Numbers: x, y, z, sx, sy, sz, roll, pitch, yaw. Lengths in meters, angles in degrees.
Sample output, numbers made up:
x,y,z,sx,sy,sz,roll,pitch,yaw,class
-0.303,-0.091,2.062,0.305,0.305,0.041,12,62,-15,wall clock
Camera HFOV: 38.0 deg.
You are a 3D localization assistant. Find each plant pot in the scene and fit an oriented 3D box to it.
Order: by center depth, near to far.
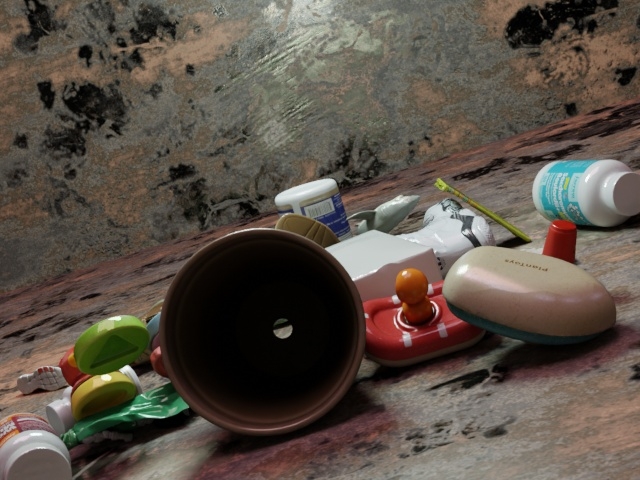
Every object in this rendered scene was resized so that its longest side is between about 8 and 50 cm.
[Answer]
x,y,z,sx,sy,sz,roll,pitch,yaw,class
-0.081,0.151,1.562,0.323,0.323,0.280,-18,-6,2,plant pot

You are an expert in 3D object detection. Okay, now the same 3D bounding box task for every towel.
x,y,z,sx,sy,sz,roll,pitch,yaw,class
0.367,-0.066,2.117,0.021,0.237,0.102,-57,9,10,towel

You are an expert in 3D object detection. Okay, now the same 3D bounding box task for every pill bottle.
x,y,z,sx,sy,sz,roll,pitch,yaw,class
-0.477,0.362,1.522,0.121,0.121,0.221,-23,11,-22,pill bottle
-0.438,0.311,1.794,0.169,0.094,0.094,-26,13,-36,pill bottle
0.594,-0.105,2.039,0.146,0.146,0.264,-22,10,-18,pill bottle
0.000,0.000,2.188,0.153,0.265,0.153,-16,10,3,pill bottle

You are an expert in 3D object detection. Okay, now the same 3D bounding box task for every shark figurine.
x,y,z,sx,sy,sz,roll,pitch,yaw,class
0.135,-0.004,2.194,0.166,0.116,0.278,-18,-16,-19,shark figurine

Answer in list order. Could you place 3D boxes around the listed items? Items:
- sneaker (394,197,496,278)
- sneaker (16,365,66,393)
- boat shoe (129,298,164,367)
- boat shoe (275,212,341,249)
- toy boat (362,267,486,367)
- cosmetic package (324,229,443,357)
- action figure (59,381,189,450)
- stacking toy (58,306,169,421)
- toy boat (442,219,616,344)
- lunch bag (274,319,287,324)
x,y,z,sx,sy,sz,roll,pitch,yaw,class
0.242,0.006,2.088,0.210,0.137,0.366,-17,13,-7,sneaker
-0.647,0.321,2.203,0.158,0.061,0.065,-12,6,28,sneaker
-0.396,0.229,2.096,0.324,0.122,0.120,-26,12,39,boat shoe
0.015,0.040,2.062,0.104,0.285,0.089,-58,14,-12,boat shoe
0.160,0.112,1.571,0.231,0.151,0.151,-18,33,4,toy boat
0.098,0.092,1.846,0.197,0.155,0.365,-21,12,-9,cosmetic package
-0.356,0.325,1.668,0.232,0.063,0.137,-17,12,-14,action figure
-0.335,0.168,1.688,0.309,0.130,0.279,-23,-32,-21,stacking toy
0.354,0.083,1.510,0.267,0.148,0.318,16,27,24,toy boat
-0.081,0.102,2.095,0.129,0.151,0.096,-19,3,-1,lunch bag
